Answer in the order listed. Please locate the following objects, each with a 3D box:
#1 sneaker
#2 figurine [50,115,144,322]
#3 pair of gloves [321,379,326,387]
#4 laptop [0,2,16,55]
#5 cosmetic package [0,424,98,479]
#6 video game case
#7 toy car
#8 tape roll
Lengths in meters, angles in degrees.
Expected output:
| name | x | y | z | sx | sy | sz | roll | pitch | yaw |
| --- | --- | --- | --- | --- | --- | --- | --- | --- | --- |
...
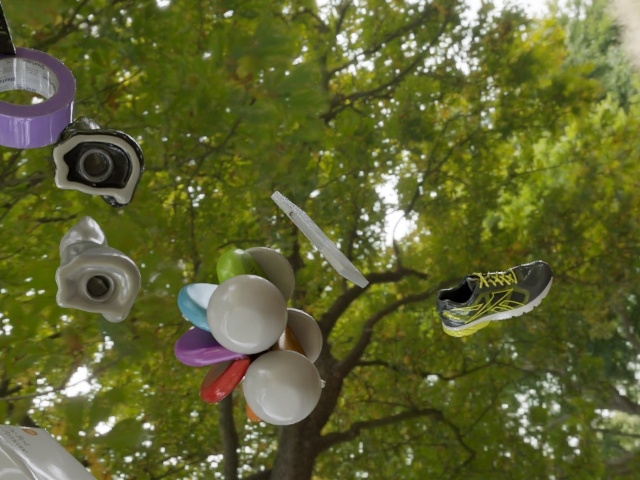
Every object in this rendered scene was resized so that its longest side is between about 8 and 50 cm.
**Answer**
| name | x | y | z | sx | sy | sz | roll | pitch | yaw |
| --- | --- | --- | --- | --- | --- | --- | --- | --- | --- |
| sneaker | 0.116 | 0.035 | 0.439 | 0.035 | 0.083 | 0.031 | 54 | -171 | -32 |
| figurine | -0.272 | -0.035 | 0.772 | 0.092 | 0.209 | 0.215 | -2 | -74 | -24 |
| pair of gloves | -0.091 | 0.267 | 1.394 | 0.204 | 0.240 | 0.042 | 33 | -107 | 1 |
| laptop | -0.670 | -0.474 | 1.141 | 0.234 | 0.137 | 0.265 | -3 | -126 | -39 |
| cosmetic package | -0.266 | 0.273 | 0.664 | 0.061 | 0.239 | 0.099 | -59 | -31 | -7 |
| video game case | 0.000 | 0.000 | 0.726 | 0.122 | 0.011 | 0.087 | 48 | -174 | 25 |
| toy car | -0.079 | 0.102 | 0.666 | 0.159 | 0.136 | 0.182 | -85 | -28 | -74 |
| tape roll | -0.551 | -0.265 | 1.202 | 0.188 | 0.080 | 0.189 | 12 | -129 | -15 |
